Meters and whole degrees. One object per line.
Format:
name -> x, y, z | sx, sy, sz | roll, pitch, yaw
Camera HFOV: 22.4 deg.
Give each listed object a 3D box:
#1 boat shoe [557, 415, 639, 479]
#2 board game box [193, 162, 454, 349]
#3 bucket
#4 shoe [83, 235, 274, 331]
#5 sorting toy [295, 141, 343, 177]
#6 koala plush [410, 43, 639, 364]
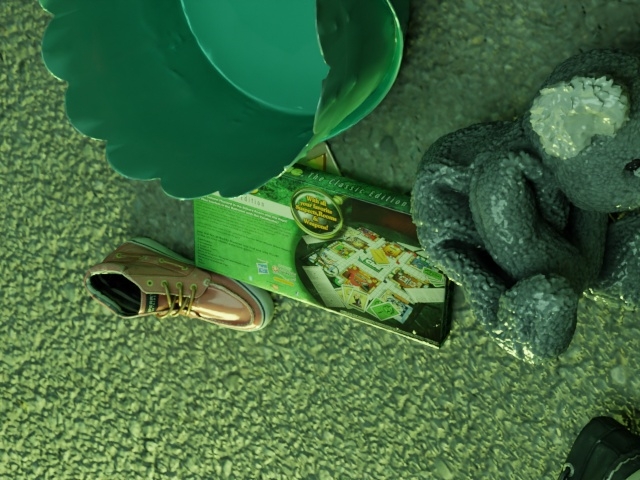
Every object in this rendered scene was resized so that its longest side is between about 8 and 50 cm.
boat shoe -> 0.219, 0.293, 1.425 | 0.113, 0.127, 0.340 | 51, 144, 39
board game box -> 0.000, 0.000, 1.458 | 0.259, 0.030, 0.136 | 18, 130, 22
bucket -> -0.070, -0.183, 1.327 | 0.281, 0.183, 0.281 | 14, 120, 27
shoe -> -0.138, 0.054, 1.547 | 0.178, 0.081, 0.063 | 22, 122, 22
sorting toy -> -0.016, -0.050, 1.464 | 0.083, 0.012, 0.062 | -21, 100, 37
koala plush -> 0.190, -0.061, 1.226 | 0.203, 0.196, 0.221 | 46, 133, 17
